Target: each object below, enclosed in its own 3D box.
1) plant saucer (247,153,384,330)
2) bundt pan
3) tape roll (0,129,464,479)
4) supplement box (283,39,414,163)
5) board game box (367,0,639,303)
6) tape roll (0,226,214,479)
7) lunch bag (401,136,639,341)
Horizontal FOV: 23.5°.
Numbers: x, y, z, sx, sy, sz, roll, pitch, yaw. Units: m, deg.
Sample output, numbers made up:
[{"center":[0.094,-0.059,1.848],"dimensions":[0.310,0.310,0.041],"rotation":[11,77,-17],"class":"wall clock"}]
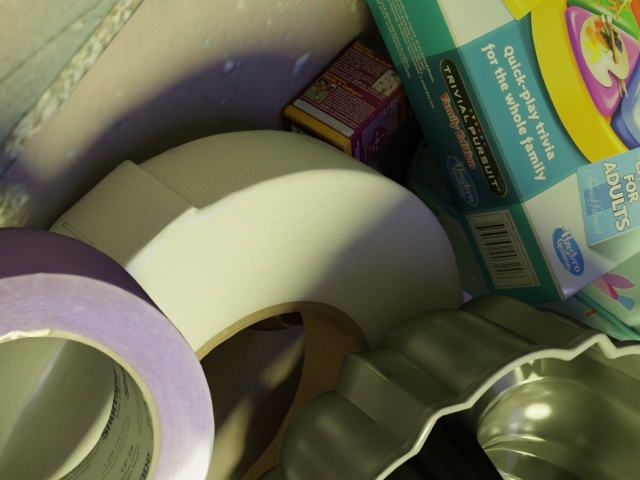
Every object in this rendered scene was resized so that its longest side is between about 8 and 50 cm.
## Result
[{"center":[0.000,0.000,1.152],"dimensions":[0.168,0.029,0.168],"rotation":[-43,150,-32],"class":"plant saucer"},{"center":[0.087,0.175,1.022],"dimensions":[0.331,0.124,0.330],"rotation":[-20,128,-27],"class":"bundt pan"},{"center":[-0.065,0.116,0.996],"dimensions":[0.392,0.072,0.392],"rotation":[-25,131,-32],"class":"tape roll"},{"center":[0.021,-0.089,1.059],"dimensions":[0.083,0.055,0.043],"rotation":[-46,154,-25],"class":"supplement box"},{"center":[0.215,-0.141,1.090],"dimensions":[0.336,0.079,0.253],"rotation":[-30,101,-30],"class":"board game box"},{"center":[-0.155,0.093,0.789],"dimensions":[0.189,0.080,0.189],"rotation":[-8,110,-21],"class":"tape roll"},{"center":[0.211,-0.032,1.224],"dimensions":[0.224,0.279,0.108],"rotation":[-46,163,-25],"class":"lunch bag"}]
